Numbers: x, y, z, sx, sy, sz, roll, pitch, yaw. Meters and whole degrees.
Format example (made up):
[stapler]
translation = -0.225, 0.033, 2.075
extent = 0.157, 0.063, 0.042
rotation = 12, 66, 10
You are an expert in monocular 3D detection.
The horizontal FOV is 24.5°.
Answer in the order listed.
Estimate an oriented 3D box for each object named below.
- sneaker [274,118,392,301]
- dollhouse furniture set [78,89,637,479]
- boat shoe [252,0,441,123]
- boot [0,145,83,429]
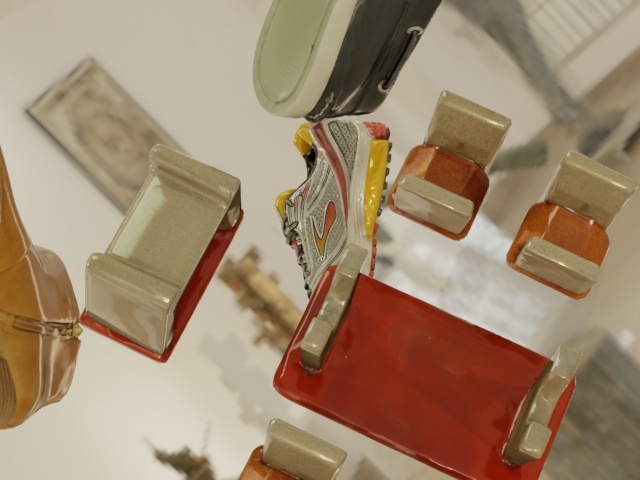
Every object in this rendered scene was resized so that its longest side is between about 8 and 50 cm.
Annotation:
[sneaker]
translation = 0.000, 0.000, 1.284
extent = 0.088, 0.093, 0.225
rotation = 124, 155, -70
[dollhouse furniture set]
translation = 0.008, 0.053, 0.796
extent = 0.262, 0.259, 0.135
rotation = -63, -5, -20
[boat shoe]
translation = 0.070, -0.231, 1.080
extent = 0.127, 0.113, 0.340
rotation = 49, 121, 49
[boot]
translation = -0.275, 0.013, 1.245
extent = 0.104, 0.295, 0.211
rotation = 1, 6, 13
